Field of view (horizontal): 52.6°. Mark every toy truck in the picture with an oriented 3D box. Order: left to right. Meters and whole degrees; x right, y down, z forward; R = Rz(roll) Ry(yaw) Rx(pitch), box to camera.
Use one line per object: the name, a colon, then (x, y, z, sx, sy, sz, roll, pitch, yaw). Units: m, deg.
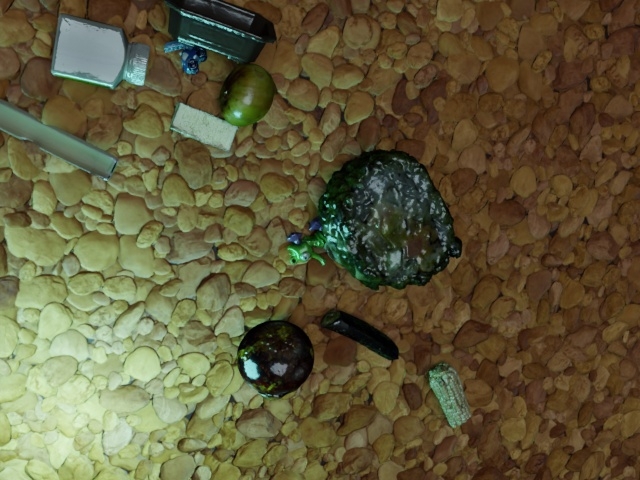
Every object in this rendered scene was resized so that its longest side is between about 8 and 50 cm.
toy truck: (-0.305, -0.423, 1.462, 0.090, 0.056, 0.073, 31, 86, -7)

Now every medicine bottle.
medicine bottle: (-0.470, -0.398, 1.393, 0.188, 0.088, 0.132, 10, 98, -19)

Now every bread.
bread: (-0.272, -0.265, 1.514, 0.153, 0.028, 0.068, 19, 95, -21)

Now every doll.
doll: (0.000, 0.000, 1.641, 0.190, 0.050, 0.115, -35, 110, -11)

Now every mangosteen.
mangosteen: (-0.112, 0.308, 1.614, 0.192, 0.192, 0.217, -8, 135, -15)

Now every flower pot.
flower pot: (-0.229, -0.468, 1.427, 0.250, 0.179, 0.084, 15, 121, -20)

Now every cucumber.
cucumber: (0.118, 0.252, 1.723, 0.245, 0.067, 0.067, 28, 92, -22)

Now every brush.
brush: (-0.599, -0.228, 1.415, 0.320, 0.050, 0.060, 27, 95, -13)

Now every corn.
corn: (0.371, 0.445, 1.825, 0.087, 0.087, 0.211, -28, 107, -10)

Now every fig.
fig: (-0.168, -0.332, 1.476, 0.120, 0.136, 0.153, 41, 74, -29)

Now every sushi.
sushi: (0.157, -0.039, 1.594, 0.294, 0.178, 0.352, -40, 112, -16)
